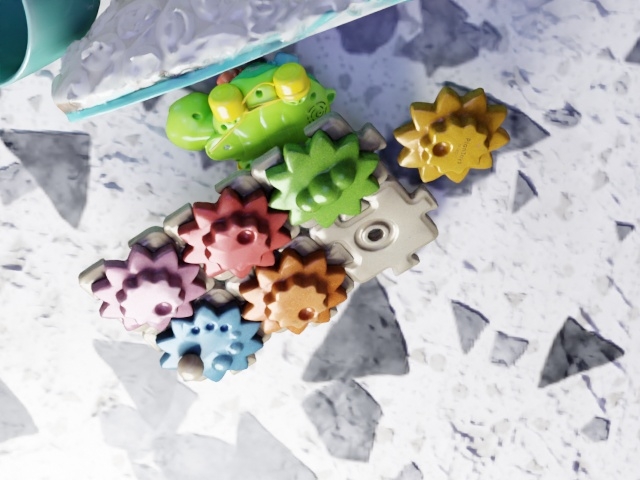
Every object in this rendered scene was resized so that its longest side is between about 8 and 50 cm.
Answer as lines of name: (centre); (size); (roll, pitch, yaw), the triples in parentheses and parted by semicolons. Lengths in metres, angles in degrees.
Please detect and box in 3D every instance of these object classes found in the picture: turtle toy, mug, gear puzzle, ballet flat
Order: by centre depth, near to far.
ballet flat: (0.000, -0.200, 1.067); (0.408, 0.147, 0.147); (-17, 111, 0)
mug: (-0.228, -0.184, 1.086); (0.157, 0.097, 0.130); (9, 123, 35)
turtle toy: (-0.051, -0.093, 1.138); (0.130, 0.066, 0.095); (-16, 135, 5)
gear puzzle: (0.000, 0.000, 1.155); (0.339, 0.044, 0.175); (-32, 131, 14)
